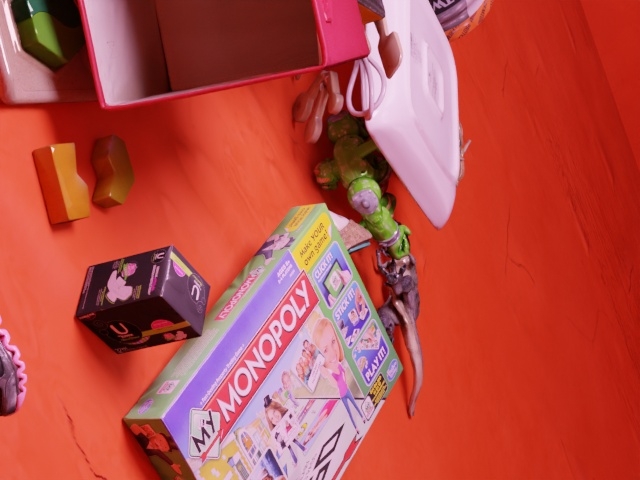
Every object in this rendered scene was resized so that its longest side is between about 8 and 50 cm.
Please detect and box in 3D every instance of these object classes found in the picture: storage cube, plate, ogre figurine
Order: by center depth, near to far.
[{"bbox_3d":[-0.081,-0.220,0.952,0.193,0.215,0.184,-41,121,-72],"label":"storage cube"},{"bbox_3d":[0.051,-0.083,1.380,0.118,0.096,0.197,44,45,-61],"label":"ogre figurine"},{"bbox_3d":[0.119,-0.191,1.396,0.278,0.045,0.277,48,40,-56],"label":"plate"}]

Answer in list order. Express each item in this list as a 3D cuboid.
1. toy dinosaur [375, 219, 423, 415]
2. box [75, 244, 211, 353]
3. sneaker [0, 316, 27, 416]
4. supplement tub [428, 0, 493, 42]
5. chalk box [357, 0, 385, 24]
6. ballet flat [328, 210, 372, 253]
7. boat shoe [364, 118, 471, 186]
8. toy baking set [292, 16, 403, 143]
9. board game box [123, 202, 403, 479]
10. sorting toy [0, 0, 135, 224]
[{"bbox_3d":[0.097,0.083,1.439,0.118,0.064,0.268,23,61,-68],"label":"toy dinosaur"},{"bbox_3d":[-0.140,0.048,0.919,0.062,0.083,0.052,51,35,-42],"label":"box"},{"bbox_3d":[-0.237,0.067,0.766,0.057,0.047,0.119,-28,103,-42],"label":"sneaker"},{"bbox_3d":[0.111,-0.422,1.561,0.316,0.193,0.194,48,37,-45],"label":"supplement tub"},{"bbox_3d":[-0.069,-0.354,1.167,0.180,0.179,0.289,10,68,-63],"label":"chalk box"},{"bbox_3d":[0.000,0.000,1.263,0.067,0.073,0.206,66,23,-4],"label":"ballet flat"},{"bbox_3d":[0.156,-0.128,1.629,0.285,0.089,0.105,13,66,-63],"label":"boat shoe"},{"bbox_3d":[0.035,-0.212,1.272,0.030,0.256,0.197,12,74,-27],"label":"toy baking set"},{"bbox_3d":[-0.037,0.139,1.073,0.317,0.046,0.213,-54,127,-45],"label":"board game box"},{"bbox_3d":[-0.200,-0.174,0.955,0.229,0.041,0.307,-17,93,-65],"label":"sorting toy"}]
